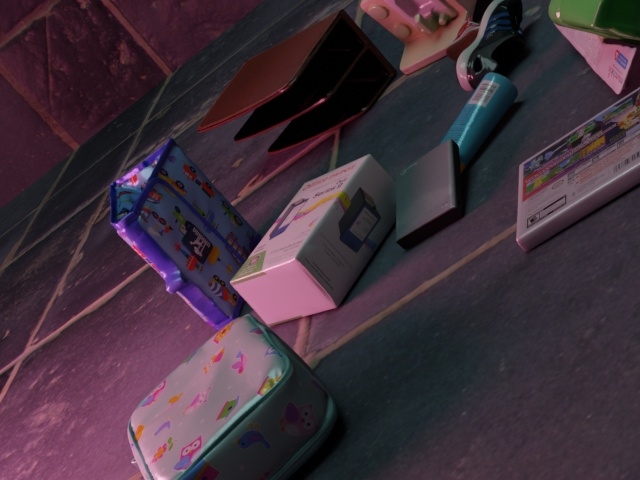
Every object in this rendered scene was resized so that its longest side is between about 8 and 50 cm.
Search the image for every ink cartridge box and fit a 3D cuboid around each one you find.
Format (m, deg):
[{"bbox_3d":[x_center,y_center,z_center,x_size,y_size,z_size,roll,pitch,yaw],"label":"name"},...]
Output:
[{"bbox_3d":[0.000,0.000,1.772,0.154,0.093,0.212,-20,26,50],"label":"ink cartridge box"}]

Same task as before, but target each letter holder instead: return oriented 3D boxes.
[{"bbox_3d":[-0.052,-0.243,2.356,0.302,0.152,0.214,-18,31,51],"label":"letter holder"}]

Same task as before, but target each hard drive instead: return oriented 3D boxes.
[{"bbox_3d":[0.137,-0.060,1.692,0.094,0.022,0.135,-32,33,28],"label":"hard drive"}]

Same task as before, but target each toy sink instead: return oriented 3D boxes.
[{"bbox_3d":[0.170,-0.426,2.252,0.153,0.131,0.234,-22,43,47],"label":"toy sink"}]

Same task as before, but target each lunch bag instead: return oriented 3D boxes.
[{"bbox_3d":[-0.107,0.206,1.489,0.224,0.108,0.279,-46,17,-3],"label":"lunch bag"},{"bbox_3d":[-0.211,0.009,1.972,0.138,0.221,0.293,-37,18,13],"label":"lunch bag"}]

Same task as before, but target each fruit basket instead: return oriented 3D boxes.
[{"bbox_3d":[0.380,-0.376,1.625,0.353,0.165,0.327,-83,7,-69],"label":"fruit basket"}]

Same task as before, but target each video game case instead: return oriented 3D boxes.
[{"bbox_3d":[0.304,-0.088,1.464,0.201,0.023,0.183,-34,19,25],"label":"video game case"}]

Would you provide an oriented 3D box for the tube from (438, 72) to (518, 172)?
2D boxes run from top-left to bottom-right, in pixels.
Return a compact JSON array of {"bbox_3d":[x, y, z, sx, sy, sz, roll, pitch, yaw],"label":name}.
[{"bbox_3d":[0.188,-0.131,1.768,0.207,0.052,0.080,-54,18,-17],"label":"tube"}]

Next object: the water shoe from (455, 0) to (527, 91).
[{"bbox_3d":[0.271,-0.288,1.952,0.080,0.073,0.203,4,48,36],"label":"water shoe"}]

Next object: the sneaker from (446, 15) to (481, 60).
[{"bbox_3d":[0.251,-0.330,2.100,0.118,0.042,0.067,-19,32,55],"label":"sneaker"}]
